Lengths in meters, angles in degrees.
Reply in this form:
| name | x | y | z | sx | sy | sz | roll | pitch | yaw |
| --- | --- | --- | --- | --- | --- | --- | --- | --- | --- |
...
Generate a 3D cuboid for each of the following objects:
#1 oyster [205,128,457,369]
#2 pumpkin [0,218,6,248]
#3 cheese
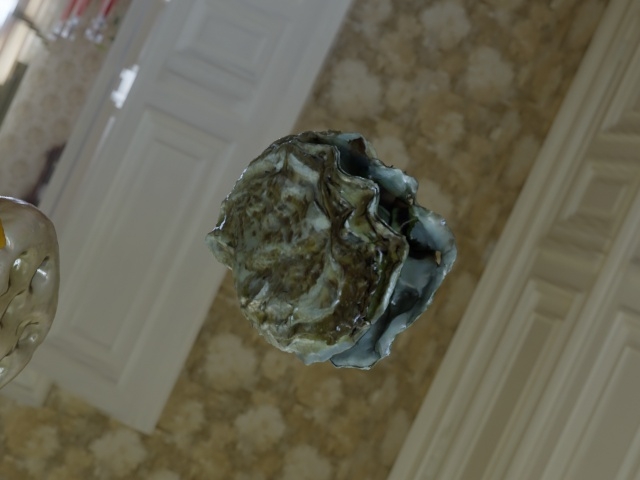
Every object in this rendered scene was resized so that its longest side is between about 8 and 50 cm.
| name | x | y | z | sx | sy | sz | roll | pitch | yaw |
| --- | --- | --- | --- | --- | --- | --- | --- | --- | --- |
| oyster | 0.000 | 0.000 | 1.084 | 0.112 | 0.198 | 0.268 | 16 | -161 | -39 |
| pumpkin | -0.199 | -0.017 | 0.610 | 0.054 | 0.074 | 0.083 | -98 | -7 | -53 |
| cheese | -0.350 | 0.065 | 1.276 | 0.117 | 0.235 | 0.218 | 24 | -167 | 11 |
